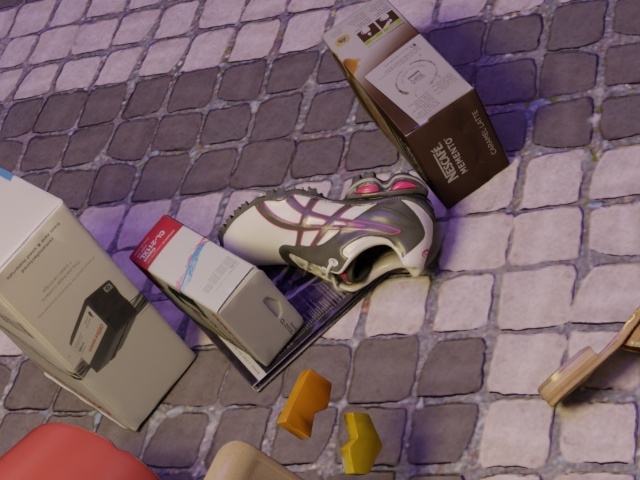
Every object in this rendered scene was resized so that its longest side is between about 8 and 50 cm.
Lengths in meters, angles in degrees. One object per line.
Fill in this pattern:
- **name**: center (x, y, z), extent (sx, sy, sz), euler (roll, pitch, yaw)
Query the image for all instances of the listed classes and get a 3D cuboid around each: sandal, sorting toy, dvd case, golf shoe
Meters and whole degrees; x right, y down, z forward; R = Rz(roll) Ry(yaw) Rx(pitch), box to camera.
- **sandal**: center (0.331, 0.100, 1.264), extent (0.240, 0.088, 0.079), euler (-41, 75, 4)
- **sorting toy**: center (-0.024, 0.294, 1.219), extent (0.041, 0.229, 0.307), euler (-24, 34, 58)
- **dvd case**: center (-0.037, 0.062, 1.545), extent (0.221, 0.018, 0.164), euler (-42, 45, -7)
- **golf shoe**: center (0.000, 0.000, 1.493), extent (0.273, 0.105, 0.120), euler (-12, 56, 22)

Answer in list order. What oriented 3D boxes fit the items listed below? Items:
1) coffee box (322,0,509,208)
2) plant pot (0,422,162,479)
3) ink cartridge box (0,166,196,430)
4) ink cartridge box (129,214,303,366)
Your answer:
- **coffee box**: center (0.114, -0.174, 1.565), extent (0.098, 0.141, 0.246), euler (-35, 43, 1)
- **plant pot**: center (-0.282, 0.338, 1.301), extent (0.275, 0.275, 0.243), euler (4, 44, 34)
- **ink cartridge box**: center (-0.320, 0.061, 1.511), extent (0.223, 0.307, 0.129), euler (24, 66, 42)
- **ink cartridge box**: center (-0.122, 0.057, 1.494), extent (0.175, 0.127, 0.072), euler (28, 73, 42)
